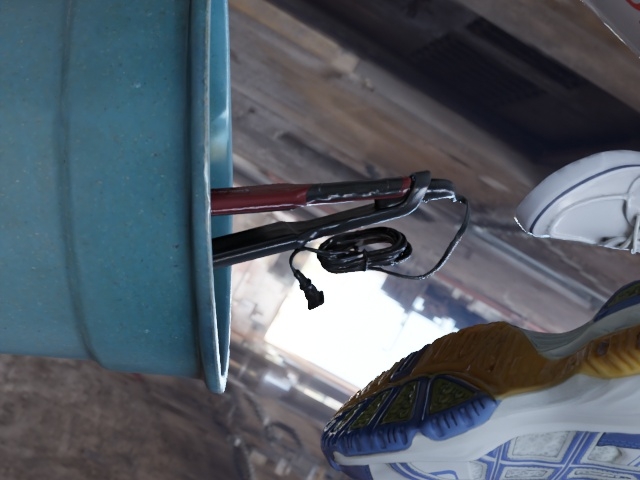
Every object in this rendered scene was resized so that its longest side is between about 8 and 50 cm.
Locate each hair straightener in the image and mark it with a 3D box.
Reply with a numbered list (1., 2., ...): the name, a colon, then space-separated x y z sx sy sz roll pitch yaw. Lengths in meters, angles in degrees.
1. hair straightener: 0.000 0.000 0.704 0.047 0.231 0.089 -143 -132 -63

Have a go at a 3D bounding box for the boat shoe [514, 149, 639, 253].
1. boat shoe: 0.318 -0.029 1.035 0.088 0.268 0.096 60 -42 31

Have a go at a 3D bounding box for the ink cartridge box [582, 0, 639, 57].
1. ink cartridge box: 0.175 -0.167 0.336 0.115 0.198 0.273 -47 -176 -14

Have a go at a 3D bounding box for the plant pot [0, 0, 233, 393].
1. plant pot: -0.234 -0.058 0.727 0.341 0.334 0.341 179 -90 -87

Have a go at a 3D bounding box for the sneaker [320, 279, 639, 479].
1. sneaker: 0.131 0.111 0.552 0.297 0.131 0.112 -20 -162 39
